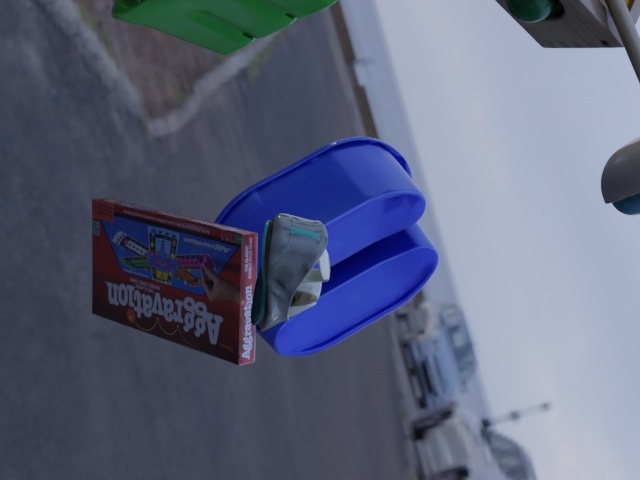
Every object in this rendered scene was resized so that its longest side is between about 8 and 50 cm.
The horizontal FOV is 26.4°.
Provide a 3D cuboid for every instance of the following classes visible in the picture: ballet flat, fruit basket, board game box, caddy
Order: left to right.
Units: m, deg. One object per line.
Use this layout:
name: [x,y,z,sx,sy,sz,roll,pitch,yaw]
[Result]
board game box: [-0.173,0.041,1.559,0.027,0.281,0.145,-10,105,-42]
fruit basket: [-0.140,-0.411,1.649,0.392,0.392,0.283,66,32,-56]
ballet flat: [-0.027,0.039,1.291,0.213,0.068,0.072,105,-8,-67]
caddy: [0.000,0.000,1.920,0.179,0.341,0.241,48,-18,45]

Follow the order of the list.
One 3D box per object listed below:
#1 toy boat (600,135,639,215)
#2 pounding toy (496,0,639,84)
toy boat: [0.507,-0.093,1.812,0.148,0.267,0.318,63,13,-1]
pounding toy: [0.167,-0.178,0.857,0.130,0.100,0.141,36,74,-36]
